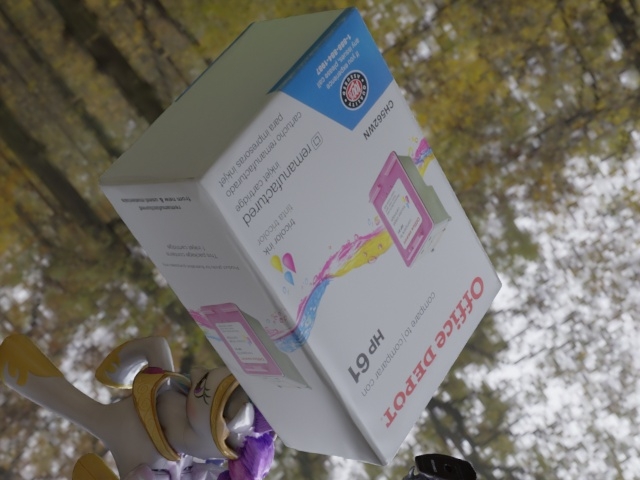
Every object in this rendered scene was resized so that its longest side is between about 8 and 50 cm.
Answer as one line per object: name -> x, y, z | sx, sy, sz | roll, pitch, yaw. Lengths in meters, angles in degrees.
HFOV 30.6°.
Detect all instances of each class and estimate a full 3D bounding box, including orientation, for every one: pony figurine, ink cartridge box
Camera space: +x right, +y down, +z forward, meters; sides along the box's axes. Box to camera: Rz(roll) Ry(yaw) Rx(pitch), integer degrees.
pony figurine -> -0.142, 0.233, 0.987 | 0.302, 0.351, 0.363 | 3, 175, -42
ink cartridge box -> 0.000, 0.000, 0.384 | 0.052, 0.122, 0.088 | 2, -137, 44

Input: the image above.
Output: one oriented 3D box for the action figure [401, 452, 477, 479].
action figure -> 0.081, 0.350, 1.305 | 0.285, 0.099, 0.185 | -52, -130, 37
